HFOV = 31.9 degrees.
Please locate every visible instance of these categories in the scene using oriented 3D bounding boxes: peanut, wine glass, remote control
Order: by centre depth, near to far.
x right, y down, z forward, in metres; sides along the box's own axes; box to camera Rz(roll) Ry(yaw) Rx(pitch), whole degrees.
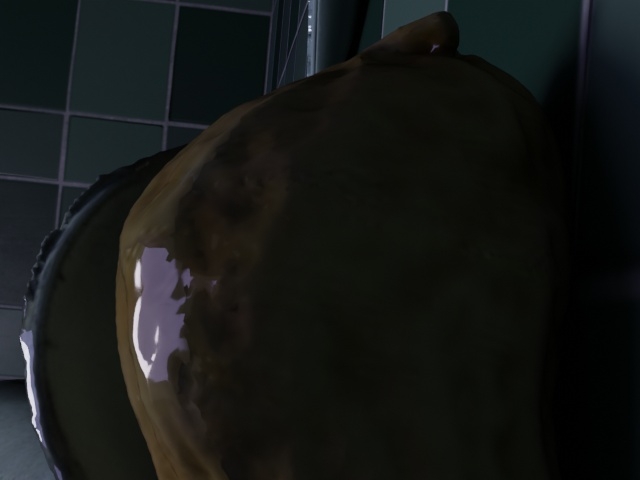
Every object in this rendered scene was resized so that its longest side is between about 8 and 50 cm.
[{"bbox_3d":[0.004,0.055,0.366,0.143,0.159,0.291,-38,43,55],"label":"peanut"},{"bbox_3d":[-0.101,0.136,0.609,0.406,0.267,0.267,-43,38,52],"label":"wine glass"},{"bbox_3d":[0.009,-0.200,1.095,0.293,0.051,0.103,98,175,-57],"label":"remote control"}]
